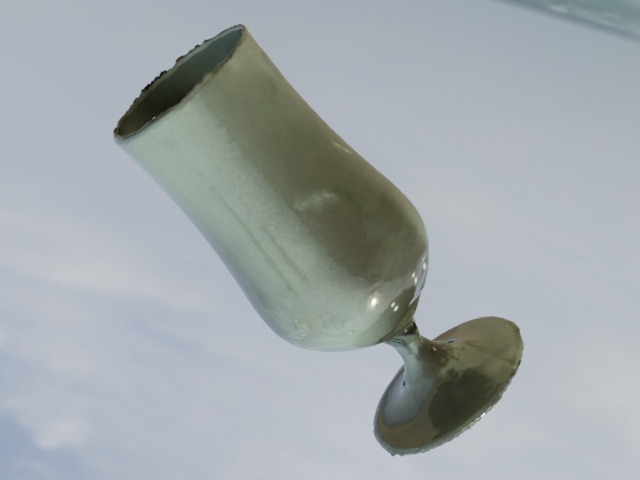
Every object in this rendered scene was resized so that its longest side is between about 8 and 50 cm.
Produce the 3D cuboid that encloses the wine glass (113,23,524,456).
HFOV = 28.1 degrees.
[{"bbox_3d":[0.000,0.000,0.669,0.231,0.103,0.103,49,-178,-19],"label":"wine glass"}]
